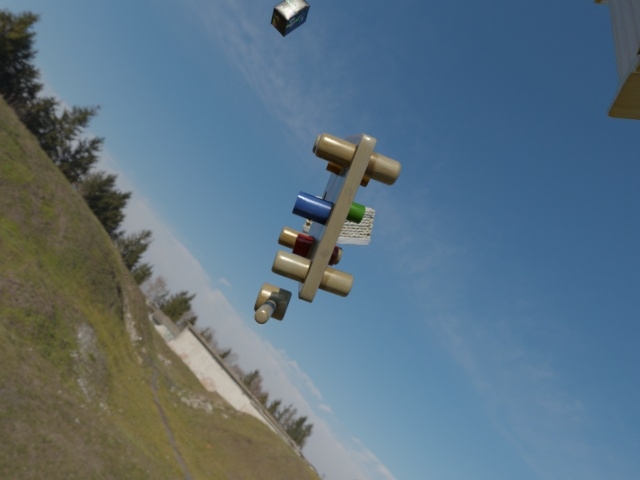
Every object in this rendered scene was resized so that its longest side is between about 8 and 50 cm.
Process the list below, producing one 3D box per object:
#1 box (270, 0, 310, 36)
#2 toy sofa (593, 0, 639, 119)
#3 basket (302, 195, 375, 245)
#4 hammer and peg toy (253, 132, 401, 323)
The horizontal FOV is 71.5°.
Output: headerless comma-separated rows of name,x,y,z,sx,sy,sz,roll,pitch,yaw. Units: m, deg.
box,-0.077,-0.576,1.135,0.052,0.083,0.062,46,-19,0
toy sofa,0.571,-0.378,0.726,0.150,0.363,0.177,9,-31,12
basket,0.054,-0.051,1.176,0.113,0.103,0.167,21,11,40
hammer and peg toy,0.000,0.000,0.740,0.127,0.362,0.266,20,10,-7
